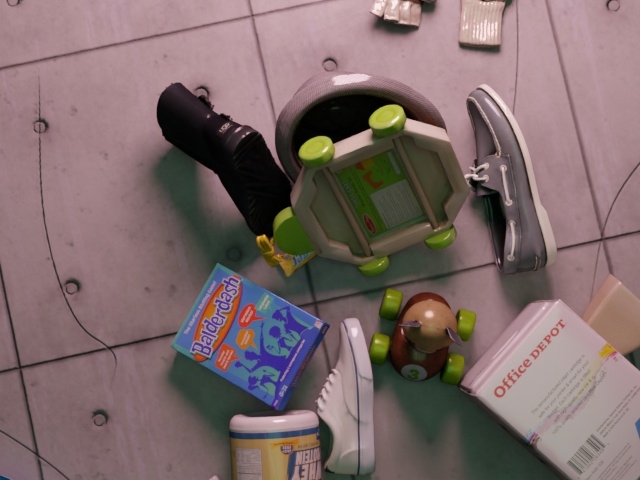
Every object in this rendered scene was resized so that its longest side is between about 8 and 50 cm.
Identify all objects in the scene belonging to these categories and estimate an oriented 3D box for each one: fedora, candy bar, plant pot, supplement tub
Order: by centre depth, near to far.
[{"bbox_3d":[-0.069,0.374,1.692,0.144,0.144,0.199,-3,86,-2],"label":"supplement tub"},{"bbox_3d":[0.056,-0.182,1.722,0.276,0.124,0.243,8,127,-17],"label":"fedora"},{"bbox_3d":[0.486,0.131,1.747,0.109,0.109,0.096,45,98,2],"label":"plant pot"},{"bbox_3d":[0.000,0.000,1.783,0.161,0.018,0.040,-34,88,-3],"label":"candy bar"}]

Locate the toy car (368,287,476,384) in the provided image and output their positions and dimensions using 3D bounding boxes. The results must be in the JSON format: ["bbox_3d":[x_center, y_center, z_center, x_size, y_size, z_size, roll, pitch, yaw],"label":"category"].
[{"bbox_3d":[0.168,0.153,1.691,0.155,0.188,0.148,15,86,0],"label":"toy car"}]

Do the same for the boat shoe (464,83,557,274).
[{"bbox_3d":[0.291,-0.096,1.749,0.099,0.116,0.319,-20,92,-6],"label":"boat shoe"}]

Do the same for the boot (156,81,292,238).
[{"bbox_3d":[-0.158,-0.133,1.741,0.094,0.246,0.207,-43,53,-17],"label":"boot"}]

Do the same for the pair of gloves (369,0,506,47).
[{"bbox_3d":[0.213,-0.445,1.807,0.240,0.042,0.204,14,86,-1],"label":"pair of gloves"}]

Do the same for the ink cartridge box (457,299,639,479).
[{"bbox_3d":[0.389,0.252,1.685,0.270,0.197,0.198,42,87,1],"label":"ink cartridge box"}]

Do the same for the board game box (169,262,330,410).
[{"bbox_3d":[-0.115,0.155,1.729,0.210,0.047,0.160,27,86,17],"label":"board game box"}]

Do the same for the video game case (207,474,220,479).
[{"bbox_3d":[-0.186,0.535,1.738,0.206,0.026,0.227,-37,88,-3],"label":"video game case"}]

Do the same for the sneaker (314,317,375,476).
[{"bbox_3d":[0.037,0.255,1.728,0.091,0.094,0.258,-3,87,-6],"label":"sneaker"}]

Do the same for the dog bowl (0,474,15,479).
[{"bbox_3d":[-0.490,0.508,1.709,0.166,0.074,0.297,-35,87,-4],"label":"dog bowl"}]

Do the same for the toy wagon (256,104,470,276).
[{"bbox_3d":[0.057,-0.061,1.694,0.345,0.068,0.267,-22,127,8],"label":"toy wagon"}]
